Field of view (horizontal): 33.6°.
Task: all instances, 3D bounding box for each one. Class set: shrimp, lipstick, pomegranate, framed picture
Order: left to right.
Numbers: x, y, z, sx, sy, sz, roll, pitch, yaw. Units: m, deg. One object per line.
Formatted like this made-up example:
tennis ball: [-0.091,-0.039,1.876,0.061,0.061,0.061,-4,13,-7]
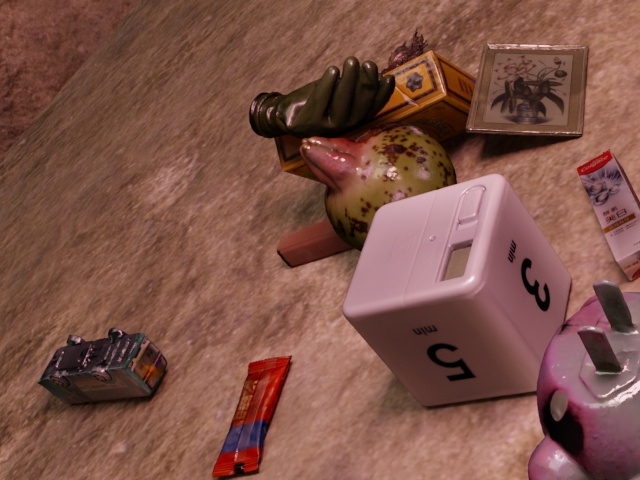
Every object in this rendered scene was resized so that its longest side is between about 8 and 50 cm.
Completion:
lipstick: [0.000,0.000,1.722,0.145,0.045,0.045,-18,34,34]
pomegranate: [0.072,-0.086,1.561,0.214,0.248,0.214,-48,28,37]
shrimp: [0.158,-0.327,1.959,0.090,0.079,0.233,115,177,-45]
framed picture: [0.323,-0.237,1.642,0.173,0.010,0.231,3,45,13]

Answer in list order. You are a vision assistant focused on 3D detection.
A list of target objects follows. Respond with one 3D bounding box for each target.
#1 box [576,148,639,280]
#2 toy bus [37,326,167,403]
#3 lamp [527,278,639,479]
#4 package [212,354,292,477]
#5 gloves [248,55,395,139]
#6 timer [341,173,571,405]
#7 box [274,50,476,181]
box: [0.382,-0.037,1.354,0.055,0.039,0.218,-31,31,18]
toy bus: [-0.369,0.215,1.782,0.262,0.109,0.091,-11,42,43]
lamp: [0.339,0.139,0.977,0.301,0.247,0.247,0,50,38]
package: [-0.096,0.249,1.519,0.083,0.022,0.200,-19,37,33]
gloves: [0.005,-0.204,1.591,0.268,0.107,0.135,-14,23,46]
timer: [0.171,0.064,1.299,0.194,0.195,0.192,-14,39,35]
box: [0.100,-0.186,1.710,0.301,0.193,0.084,-23,73,27]
